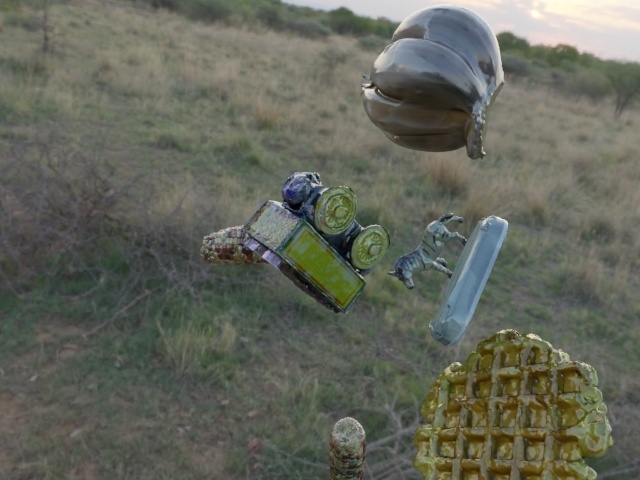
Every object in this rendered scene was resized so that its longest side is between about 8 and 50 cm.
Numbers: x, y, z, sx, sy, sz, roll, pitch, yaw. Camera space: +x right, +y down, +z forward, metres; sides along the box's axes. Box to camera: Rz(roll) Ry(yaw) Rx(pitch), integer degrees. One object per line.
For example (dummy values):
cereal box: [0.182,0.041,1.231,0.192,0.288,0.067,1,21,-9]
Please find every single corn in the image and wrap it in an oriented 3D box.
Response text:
corn: [0.062,0.509,1.397,0.086,0.253,0.086,-1,36,1]
corn: [-0.120,0.007,1.335,0.289,0.098,0.098,-7,18,8]

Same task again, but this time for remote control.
remote control: [0.256,0.066,1.043,0.052,0.247,0.104,27,-17,2]

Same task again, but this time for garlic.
garlic: [0.195,-0.278,1.074,0.292,0.237,0.210,32,61,18]

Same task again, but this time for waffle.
waffle: [0.272,0.277,0.889,0.068,0.302,0.325,43,4,-31]

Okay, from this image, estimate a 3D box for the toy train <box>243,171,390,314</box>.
toy train: [0.000,0.000,1.046,0.261,0.177,0.134,44,-9,-39]

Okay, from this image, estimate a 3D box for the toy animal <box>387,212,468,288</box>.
toy animal: [0.281,0.024,1.568,0.176,0.217,0.073,16,10,-30]
